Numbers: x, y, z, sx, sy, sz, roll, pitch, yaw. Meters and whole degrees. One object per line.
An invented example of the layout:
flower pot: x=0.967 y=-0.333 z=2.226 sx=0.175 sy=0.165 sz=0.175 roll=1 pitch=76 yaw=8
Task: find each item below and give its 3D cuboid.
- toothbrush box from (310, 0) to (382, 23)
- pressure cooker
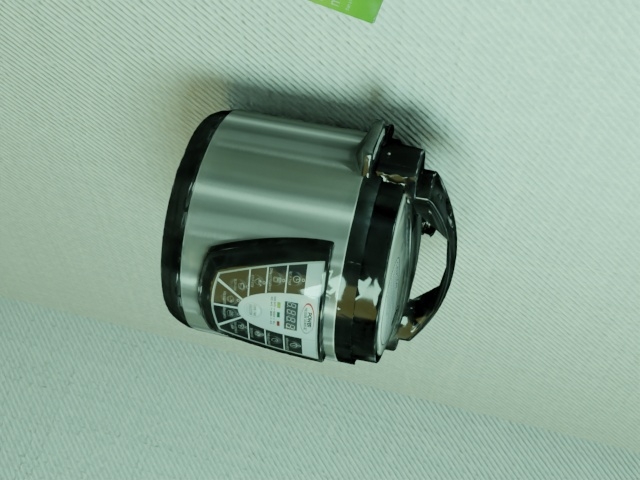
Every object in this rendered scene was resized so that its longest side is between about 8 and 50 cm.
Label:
toothbrush box: x=-0.030 y=-0.399 z=1.110 sx=0.283 sy=0.122 sz=0.206 roll=21 pitch=150 yaw=-4
pressure cooker: x=0.002 y=-0.005 z=1.512 sx=0.420 sy=0.375 sz=0.370 roll=12 pitch=174 yaw=9
